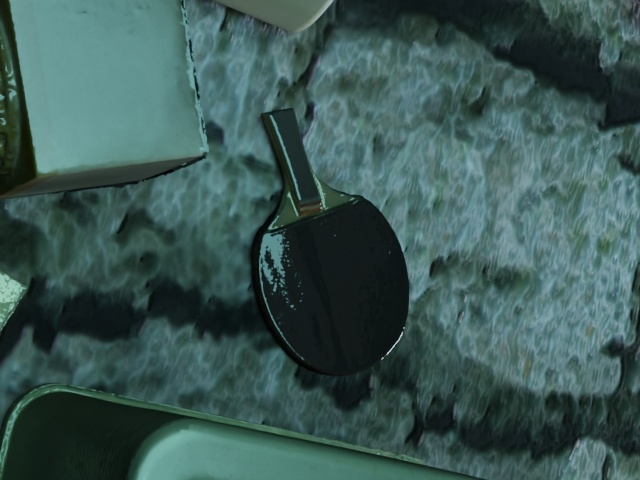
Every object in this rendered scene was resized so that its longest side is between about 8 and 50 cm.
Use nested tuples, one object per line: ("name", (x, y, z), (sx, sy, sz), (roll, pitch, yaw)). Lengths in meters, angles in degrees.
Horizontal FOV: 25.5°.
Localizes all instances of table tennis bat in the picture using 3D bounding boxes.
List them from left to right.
("table tennis bat", (0.000, 0.000, 1.123), (0.130, 0.019, 0.220), (-19, 93, -24))

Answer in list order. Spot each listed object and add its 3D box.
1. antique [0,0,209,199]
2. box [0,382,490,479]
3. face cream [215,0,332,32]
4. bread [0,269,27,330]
("antique", (-0.177, -0.110, 0.991), (0.148, 0.152, 0.147), (-10, 90, -26))
("box", (-0.019, 0.212, 0.917), (0.352, 0.344, 0.177), (16, 81, -21))
("face cream", (-0.134, -0.272, 1.020), (0.348, 0.173, 0.081), (21, 52, -19))
("bread", (-0.274, 0.077, 0.996), (0.068, 0.028, 0.154), (34, 72, -16))
